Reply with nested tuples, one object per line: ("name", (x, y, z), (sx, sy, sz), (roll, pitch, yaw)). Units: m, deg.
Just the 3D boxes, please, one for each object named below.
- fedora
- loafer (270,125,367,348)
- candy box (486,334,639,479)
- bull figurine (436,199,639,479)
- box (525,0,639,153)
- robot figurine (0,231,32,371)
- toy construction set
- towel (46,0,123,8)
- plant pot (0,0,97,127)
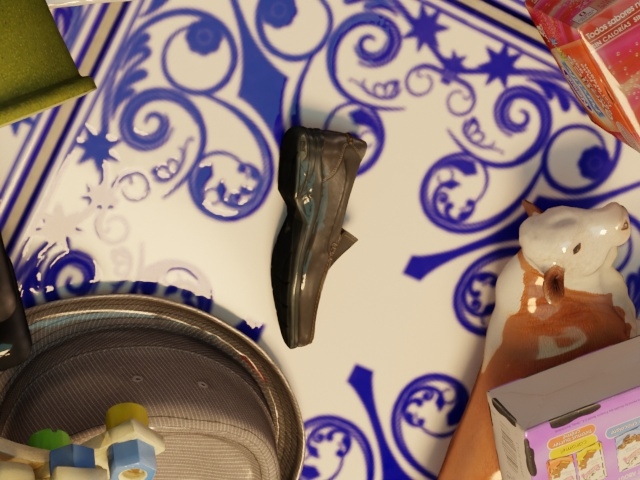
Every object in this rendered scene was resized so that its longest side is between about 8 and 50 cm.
("fedora", (-0.139, 0.169, 1.371), (0.275, 0.124, 0.244), (12, 102, -15))
("loafer", (0.000, 0.000, 1.387), (0.061, 0.062, 0.170), (1, 107, -17))
("candy box", (0.223, 0.181, 1.382), (0.164, 0.070, 0.196), (-18, 116, -14))
("bull figurine", (0.189, 0.112, 1.436), (0.188, 0.101, 0.310), (16, 107, -23))
("box", (0.297, -0.187, 1.359), (0.257, 0.128, 0.123), (-34, 110, -1))
("robot figurine", (-0.344, 0.066, 1.270), (0.278, 0.173, 0.209), (-15, 107, -8))
("toy construction set", (-0.263, 0.222, 1.254), (0.215, 0.151, 0.328), (13, 122, -29))
("towel", (-0.161, -0.301, 1.279), (0.209, 0.034, 0.285), (-5, 107, -11))
("plant pot", (-0.371, -0.192, 1.123), (0.366, 0.366, 0.353), (-21, 98, -5))
